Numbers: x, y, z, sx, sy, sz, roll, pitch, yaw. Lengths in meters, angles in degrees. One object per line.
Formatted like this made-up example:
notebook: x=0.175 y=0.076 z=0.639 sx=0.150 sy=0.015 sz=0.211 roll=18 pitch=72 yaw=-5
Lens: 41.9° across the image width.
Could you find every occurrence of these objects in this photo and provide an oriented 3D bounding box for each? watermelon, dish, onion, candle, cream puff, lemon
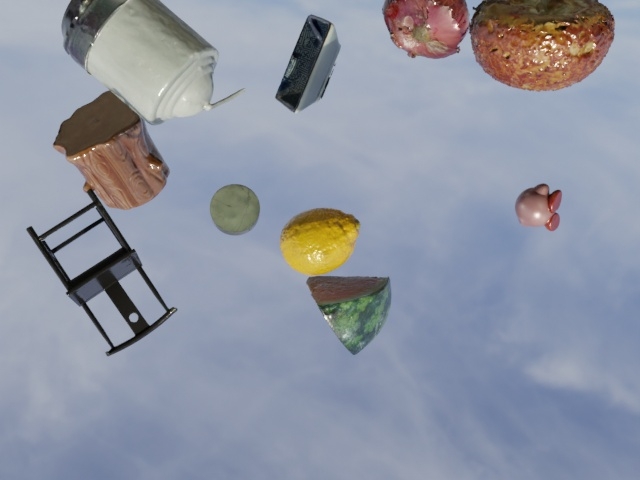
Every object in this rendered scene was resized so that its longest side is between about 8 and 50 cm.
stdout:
watermelon: x=0.064 y=0.118 z=1.824 sx=0.202 sy=0.136 sz=0.207 roll=40 pitch=-118 yaw=9
dish: x=-0.018 y=-0.447 z=2.155 sx=0.080 sy=0.243 sz=0.182 roll=18 pitch=-166 yaw=-27
onion: x=0.215 y=-0.444 z=1.617 sx=0.184 sy=0.184 sz=0.147 roll=24 pitch=-116 yaw=29
candle: x=-0.346 y=-0.371 z=1.715 sx=0.342 sy=0.221 sz=0.221 roll=41 pitch=-146 yaw=5
cream puff: x=0.364 y=-0.339 z=1.400 sx=0.240 sy=0.164 sz=0.240 roll=-1 pitch=-137 yaw=1
lemon: x=0.000 y=0.000 z=1.748 sx=0.187 sy=0.142 sz=0.142 roll=-22 pitch=-160 yaw=20

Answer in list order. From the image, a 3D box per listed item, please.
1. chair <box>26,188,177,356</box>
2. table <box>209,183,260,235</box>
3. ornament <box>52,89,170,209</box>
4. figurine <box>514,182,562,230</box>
chair: x=-0.400 y=0.062 z=1.532 sx=0.155 sy=0.141 sz=0.260 roll=-35 pitch=-97 yaw=-12
table: x=-0.228 y=-0.081 z=2.230 sx=0.134 sy=0.133 sz=0.043 roll=6 pitch=166 yaw=-4
ornament: x=-0.476 y=-0.206 z=1.988 sx=0.221 sy=0.217 sz=0.235 roll=-3 pitch=-131 yaw=20
figurine: x=0.364 y=-0.058 z=1.407 sx=0.071 sy=0.083 sz=0.067 roll=25 pitch=-150 yaw=34
